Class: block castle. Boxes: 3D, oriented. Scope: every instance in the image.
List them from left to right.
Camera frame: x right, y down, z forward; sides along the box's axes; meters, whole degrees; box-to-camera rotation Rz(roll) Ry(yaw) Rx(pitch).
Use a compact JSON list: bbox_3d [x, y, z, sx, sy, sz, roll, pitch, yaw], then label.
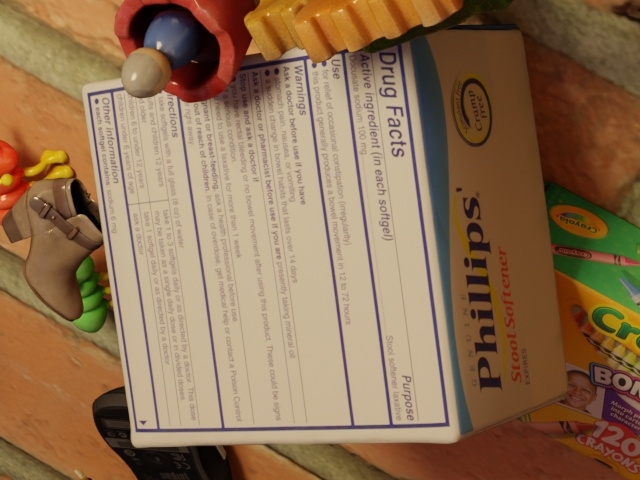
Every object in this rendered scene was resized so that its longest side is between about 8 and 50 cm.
[{"bbox_3d":[0.009,-0.263,1.054,0.453,0.213,0.303,-16,120,38],"label":"block castle"}]

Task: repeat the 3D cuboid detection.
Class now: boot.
[{"bbox_3d":[-0.199,0.005,1.488,0.087,0.042,0.118,-21,113,33],"label":"boot"}]

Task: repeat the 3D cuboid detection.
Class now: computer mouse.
[{"bbox_3d":[-0.160,0.202,1.754,0.184,0.060,0.262,-2,140,29],"label":"computer mouse"}]

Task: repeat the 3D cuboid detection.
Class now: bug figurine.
[{"bbox_3d":[-0.169,-0.002,1.546,0.279,0.072,0.216,5,132,29],"label":"bug figurine"}]

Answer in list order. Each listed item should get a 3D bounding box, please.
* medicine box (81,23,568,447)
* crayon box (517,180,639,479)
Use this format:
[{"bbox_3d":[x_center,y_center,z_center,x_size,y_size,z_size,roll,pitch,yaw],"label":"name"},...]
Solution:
[{"bbox_3d":[0.000,0.000,1.293,0.289,0.149,0.263,-6,93,36],"label":"medicine box"},{"bbox_3d":[0.247,0.094,1.360,0.278,0.081,0.165,29,139,7],"label":"crayon box"}]
